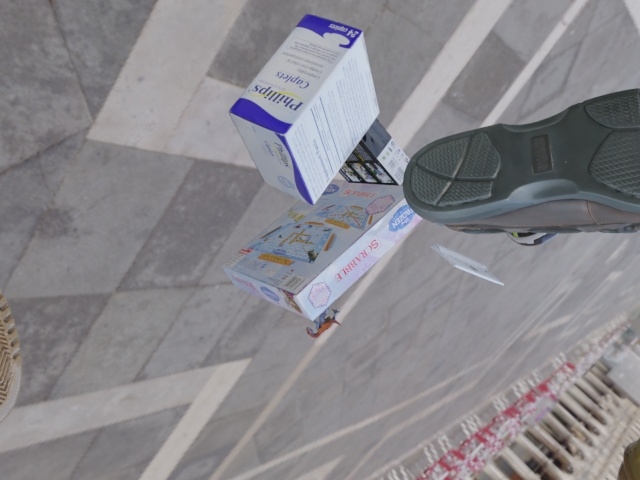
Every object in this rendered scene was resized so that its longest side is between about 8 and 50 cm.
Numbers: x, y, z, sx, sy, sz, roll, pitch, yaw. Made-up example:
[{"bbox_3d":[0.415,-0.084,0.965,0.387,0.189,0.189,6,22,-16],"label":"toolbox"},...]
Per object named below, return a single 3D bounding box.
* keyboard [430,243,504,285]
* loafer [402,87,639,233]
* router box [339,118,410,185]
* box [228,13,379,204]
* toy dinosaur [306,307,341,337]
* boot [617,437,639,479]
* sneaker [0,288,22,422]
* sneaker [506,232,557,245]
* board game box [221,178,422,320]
[{"bbox_3d":[0.311,0.054,1.387,0.014,0.072,0.256,-51,145,16],"label":"keyboard"},{"bbox_3d":[0.199,-0.048,0.495,0.084,0.268,0.096,37,56,-53],"label":"loafer"},{"bbox_3d":[0.039,-0.157,0.993,0.179,0.133,0.046,46,71,-30],"label":"router box"},{"bbox_3d":[-0.011,-0.130,0.670,0.137,0.072,0.126,-55,154,-17],"label":"box"},{"bbox_3d":[0.000,0.158,1.244,0.090,0.047,0.082,-97,-152,-64],"label":"toy dinosaur"},{"bbox_3d":[0.199,0.298,0.450,0.089,0.236,0.269,9,133,-29],"label":"boot"},{"bbox_3d":[-0.345,0.034,0.482,0.153,0.282,0.099,-28,-171,27],"label":"sneaker"},{"bbox_3d":[0.296,-0.075,1.055,0.084,0.234,0.097,-38,120,5],"label":"sneaker"},{"bbox_3d":[0.000,0.000,1.319,0.318,0.319,0.066,-41,117,-20],"label":"board game box"}]
